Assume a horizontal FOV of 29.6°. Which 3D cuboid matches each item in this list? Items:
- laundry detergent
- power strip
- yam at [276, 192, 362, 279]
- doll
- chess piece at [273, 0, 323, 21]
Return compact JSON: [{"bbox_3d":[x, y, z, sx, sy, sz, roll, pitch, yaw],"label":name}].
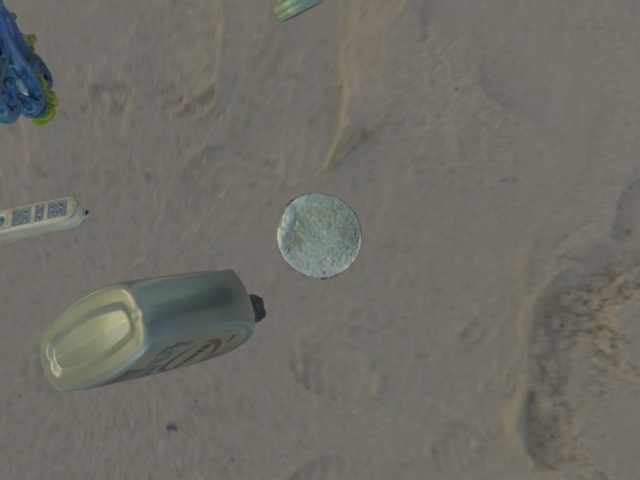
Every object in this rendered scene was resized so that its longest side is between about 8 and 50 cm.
[{"bbox_3d":[-0.182,0.104,1.487,0.214,0.280,0.105,-29,78,33],"label":"laundry detergent"},{"bbox_3d":[-0.429,-0.028,1.772,0.191,0.030,0.048,-11,56,12],"label":"power strip"},{"bbox_3d":[0.000,0.000,1.362,0.093,0.259,0.093,0,87,1],"label":"yam"},{"bbox_3d":[-0.475,-0.323,1.705,0.098,0.341,0.346,-28,53,12],"label":"doll"},{"bbox_3d":[-0.042,-0.320,1.443,0.067,0.067,0.103,-28,99,-10],"label":"chess piece"}]
